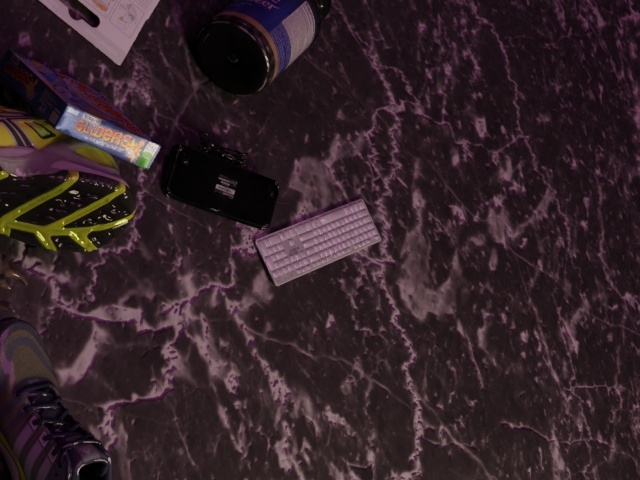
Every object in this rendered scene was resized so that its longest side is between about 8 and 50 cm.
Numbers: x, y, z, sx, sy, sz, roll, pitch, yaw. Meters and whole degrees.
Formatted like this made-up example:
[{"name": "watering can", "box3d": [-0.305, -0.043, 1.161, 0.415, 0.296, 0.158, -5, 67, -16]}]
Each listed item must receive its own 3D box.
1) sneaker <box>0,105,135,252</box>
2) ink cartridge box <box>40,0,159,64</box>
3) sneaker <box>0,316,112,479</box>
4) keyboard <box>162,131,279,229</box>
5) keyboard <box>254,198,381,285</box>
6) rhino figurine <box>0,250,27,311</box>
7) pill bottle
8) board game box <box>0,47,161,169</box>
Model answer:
[{"name": "sneaker", "box3d": [-0.400, -0.089, 1.569, 0.385, 0.145, 0.147, 17, 30, -38]}, {"name": "ink cartridge box", "box3d": [-0.292, -0.378, 1.850, 0.189, 0.066, 0.232, 39, 71, -31]}, {"name": "sneaker", "box3d": [-0.292, 0.224, 1.542, 0.111, 0.121, 0.299, -20, 90, -49]}, {"name": "keyboard", "box3d": [-0.137, -0.084, 1.909, 0.192, 0.038, 0.100, 21, 84, -42]}, {"name": "keyboard", "box3d": [0.000, 0.000, 2.027, 0.256, 0.014, 0.072, -22, 92, -49]}, {"name": "rhino figurine", "box3d": [-0.421, 0.052, 1.509, 0.243, 0.073, 0.106, -2, 73, -49]}, {"name": "pill bottle", "box3d": [-0.074, -0.306, 1.985, 0.122, 0.123, 0.219, 56, 43, -16]}, {"name": "board game box", "box3d": [-0.291, -0.158, 1.657, 0.136, 0.201, 0.035, 24, 100, -40]}]
